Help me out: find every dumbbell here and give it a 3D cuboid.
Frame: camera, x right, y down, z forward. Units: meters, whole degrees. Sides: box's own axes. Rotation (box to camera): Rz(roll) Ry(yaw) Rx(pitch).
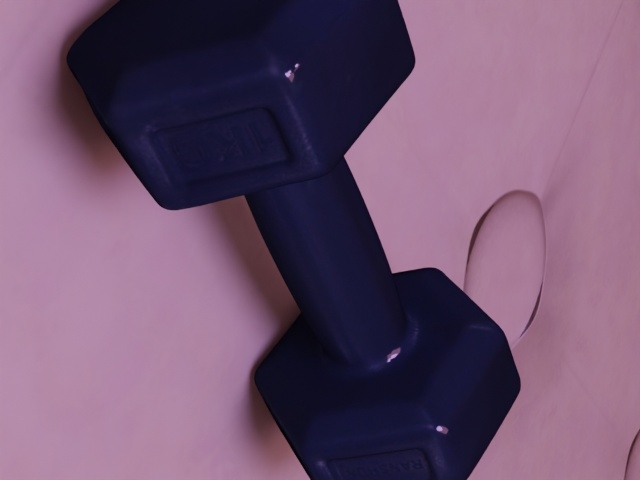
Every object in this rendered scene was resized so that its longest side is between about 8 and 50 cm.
[{"bbox_3d":[0.000,-0.001,0.542,0.156,0.144,0.316,-52,135,-31],"label":"dumbbell"}]
